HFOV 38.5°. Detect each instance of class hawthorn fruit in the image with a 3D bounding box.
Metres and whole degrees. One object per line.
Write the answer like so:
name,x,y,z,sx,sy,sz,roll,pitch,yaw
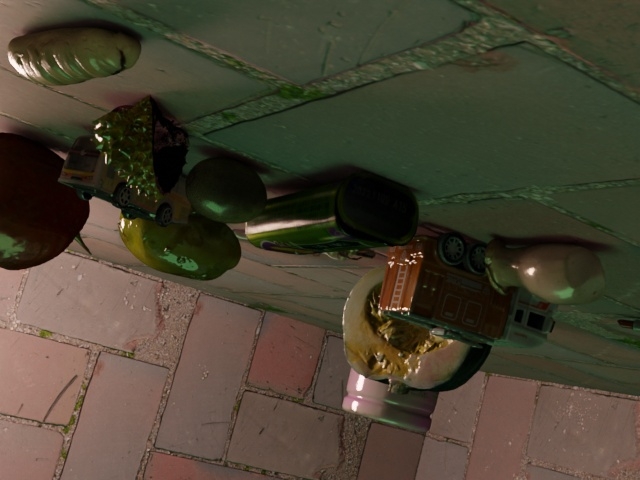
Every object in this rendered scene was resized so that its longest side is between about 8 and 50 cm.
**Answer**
hawthorn fruit,-0.553,-0.069,1.630,0.258,0.258,0.262,6,-165,43

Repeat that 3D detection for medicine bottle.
medicine bottle,0.186,0.260,2.110,0.212,0.325,0.212,13,170,2

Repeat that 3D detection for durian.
durian,-0.255,-0.118,1.236,0.108,0.119,0.186,9,171,9

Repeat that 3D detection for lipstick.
lipstick,0.640,0.169,1.783,0.129,0.030,0.030,6,168,41

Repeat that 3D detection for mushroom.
mushroom,0.333,0.045,1.376,0.097,0.088,0.212,35,166,-38

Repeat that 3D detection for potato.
potato,-0.283,0.001,1.830,0.253,0.148,0.186,21,-169,2

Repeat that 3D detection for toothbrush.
toothbrush,-0.066,0.009,1.959,0.269,0.021,0.027,13,165,16

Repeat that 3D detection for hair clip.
hair clip,0.000,0.005,1.748,0.214,0.062,0.056,8,139,9

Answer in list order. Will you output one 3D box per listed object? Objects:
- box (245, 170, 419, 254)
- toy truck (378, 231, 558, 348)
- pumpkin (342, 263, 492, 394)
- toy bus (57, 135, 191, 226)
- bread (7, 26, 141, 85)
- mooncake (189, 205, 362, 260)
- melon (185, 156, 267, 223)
box,0.007,-0.034,1.395,0.134,0.097,0.345,10,173,-24
toy truck,0.255,0.095,1.550,0.305,0.162,0.136,19,169,-24
pumpkin,0.212,0.183,1.837,0.293,0.263,0.197,11,174,36
toy bus,-0.309,-0.092,1.504,0.092,0.106,0.268,10,171,27
bread,-0.275,-0.198,1.007,0.214,0.053,0.073,5,170,42
mooncake,-0.090,-0.031,1.706,0.347,0.057,0.150,15,-175,36
melon,-0.140,-0.075,1.377,0.131,0.098,0.098,15,172,-32
